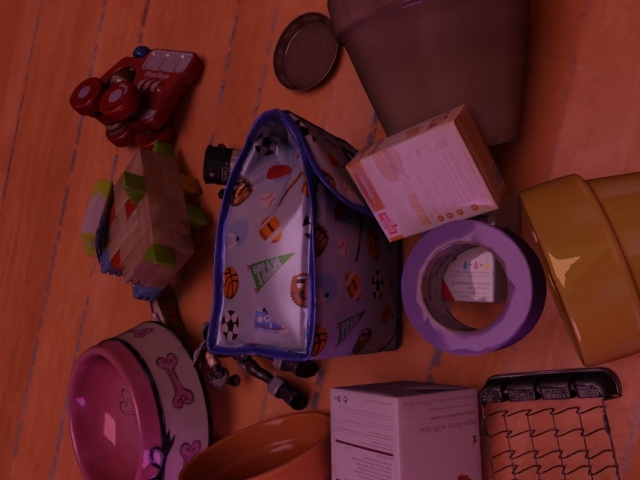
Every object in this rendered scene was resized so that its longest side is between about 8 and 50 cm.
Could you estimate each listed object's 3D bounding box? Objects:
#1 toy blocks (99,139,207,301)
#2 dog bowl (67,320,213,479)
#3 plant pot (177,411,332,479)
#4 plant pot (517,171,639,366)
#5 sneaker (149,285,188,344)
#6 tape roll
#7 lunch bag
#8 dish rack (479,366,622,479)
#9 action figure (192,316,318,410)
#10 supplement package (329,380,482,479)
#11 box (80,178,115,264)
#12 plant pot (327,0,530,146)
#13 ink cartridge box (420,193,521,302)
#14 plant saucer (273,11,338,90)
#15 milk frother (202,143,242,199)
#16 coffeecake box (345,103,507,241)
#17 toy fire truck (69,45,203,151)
[{"bbox_3d":[-0.418,-0.016,1.412,0.261,0.191,0.381,-46,47,31],"label":"toy blocks"},{"bbox_3d":[-0.416,0.390,1.341,0.408,0.150,0.407,4,96,44],"label":"dog bowl"},{"bbox_3d":[-0.082,0.461,1.089,0.291,0.291,0.203,-18,92,32],"label":"plant pot"},{"bbox_3d":[0.420,0.012,0.805,0.239,0.254,0.254,-21,72,17],"label":"plant pot"},{"bbox_3d":[-0.380,0.186,1.437,0.084,0.070,0.185,-35,64,26],"label":"sneaker"},{"bbox_3d":[0.217,0.067,0.871,0.189,0.080,0.188,-3,84,34],"label":"tape roll"},{"bbox_3d":[0.000,0.000,1.035,0.239,0.328,0.385,-2,81,30],"label":"lunch bag"},{"bbox_3d":[0.351,0.335,0.909,0.208,0.074,0.271,-14,78,34],"label":"dish rack"},{"bbox_3d":[-0.145,0.233,1.239,0.285,0.099,0.185,25,91,29],"label":"action figure"},{"bbox_3d":[0.135,0.380,0.961,0.175,0.178,0.292,-11,78,55],"label":"supplement package"},{"bbox_3d":[-0.535,-0.045,1.467,0.109,0.042,0.178,109,168,-56],"label":"box"},{"bbox_3d":[0.193,-0.276,0.972,0.323,0.323,0.280,-7,96,34],"label":"plant pot"},{"bbox_3d":[0.243,0.012,0.985,0.128,0.127,0.176,-1,83,35],"label":"ink cartridge box"},{"bbox_3d":[-0.027,-0.394,1.283,0.168,0.029,0.168,-5,82,35],"label":"plant saucer"},{"bbox_3d":[-0.172,-0.166,1.322,0.135,0.129,0.143,7,54,2],"label":"milk frother"},{"bbox_3d":[0.154,-0.093,0.895,0.186,0.068,0.142,-19,111,38],"label":"coffeecake box"},{"bbox_3d":[-0.455,-0.373,1.519,0.302,0.169,0.253,17,70,35],"label":"toy fire truck"}]
